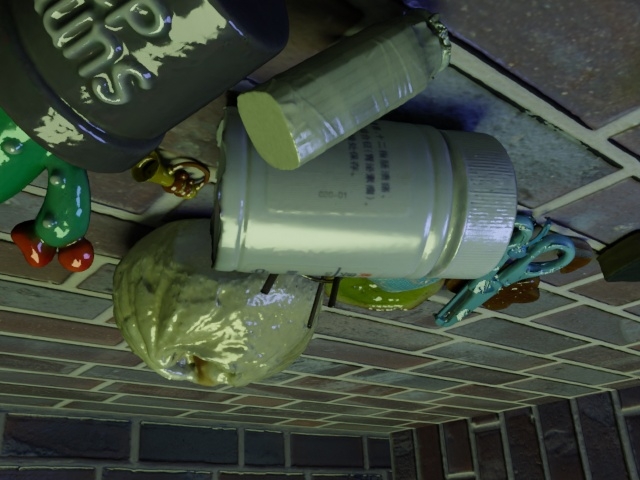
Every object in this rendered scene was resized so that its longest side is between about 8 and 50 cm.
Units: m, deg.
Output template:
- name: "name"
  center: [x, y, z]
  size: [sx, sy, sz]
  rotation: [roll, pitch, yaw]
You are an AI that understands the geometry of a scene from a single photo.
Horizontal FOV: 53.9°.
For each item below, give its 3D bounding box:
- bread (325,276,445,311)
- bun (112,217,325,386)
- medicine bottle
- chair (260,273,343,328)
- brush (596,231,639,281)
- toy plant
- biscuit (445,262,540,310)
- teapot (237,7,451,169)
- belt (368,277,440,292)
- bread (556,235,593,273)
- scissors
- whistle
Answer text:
- name: "bread"
  center: [0.112, 0.059, 1.122]
  size: [0.236, 0.069, 0.236]
  rotation: [2, 155, 1]
- name: "bun"
  center: [-0.166, 0.123, 1.045]
  size: [0.349, 0.227, 0.352]
  rotation: [-5, 151, 18]
- name: "medicine bottle"
  center: [0.042, -0.050, 0.749]
  size: [0.332, 0.189, 0.190]
  rotation: [3, 155, -12]
- name: "chair"
  center: [0.001, 0.001, 0.876]
  size: [0.095, 0.221, 0.104]
  rotation: [29, 150, -10]
- name: "brush"
  center: [0.626, 0.037, 1.157]
  size: [0.197, 0.059, 0.123]
  rotation: [5, 156, -16]
- name: "toy plant"
  center: [-0.235, -0.139, 0.530]
  size: [0.400, 0.185, 0.279]
  rotation: [-24, 135, 23]
- name: "biscuit"
  center: [0.345, 0.088, 1.265]
  size: [0.180, 0.039, 0.236]
  rotation: [-18, 151, 35]
- name: "teapot"
  center: [0.021, -0.144, 0.582]
  size: [0.200, 0.077, 0.107]
  rotation: [-34, -156, -24]
- name: "belt"
  center: [0.124, 0.000, 0.932]
  size: [0.163, 0.147, 0.082]
  rotation: [-39, 144, 7]
- name: "bread"
  center: [0.453, 0.023, 1.127]
  size: [0.062, 0.043, 0.109]
  rotation: [-12, 153, 23]
- name: "scissors"
  center: [0.304, 0.073, 1.156]
  size: [0.180, 0.032, 0.393]
  rotation: [17, 144, -10]
- name: "whistle"
  center: [-0.194, -0.089, 0.840]
  size: [0.046, 0.057, 0.109]
  rotation: [36, -173, 31]
